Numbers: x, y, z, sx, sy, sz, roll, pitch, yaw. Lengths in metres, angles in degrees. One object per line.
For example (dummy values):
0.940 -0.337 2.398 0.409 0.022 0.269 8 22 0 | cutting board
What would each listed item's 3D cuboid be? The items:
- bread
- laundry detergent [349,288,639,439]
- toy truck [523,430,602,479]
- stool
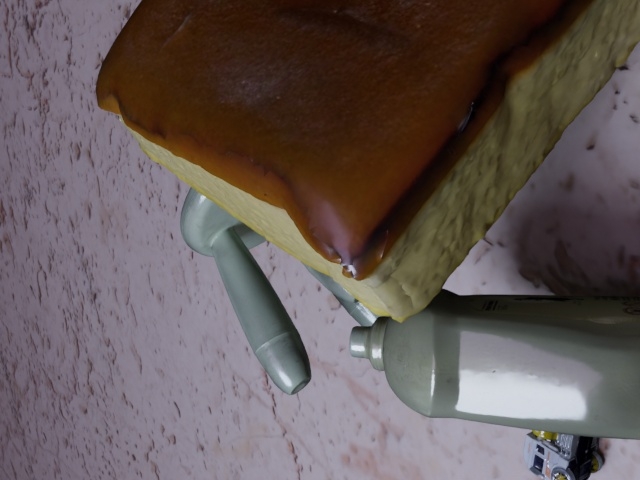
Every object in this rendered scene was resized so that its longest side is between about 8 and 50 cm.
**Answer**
0.031 -0.149 0.615 0.333 0.143 0.323 32 80 34 | bread
0.147 0.082 0.606 0.253 0.181 0.091 1 97 20 | laundry detergent
0.210 0.151 0.701 0.063 0.052 0.123 25 120 45 | toy truck
0.000 0.000 0.780 0.198 0.195 0.195 46 133 19 | stool
